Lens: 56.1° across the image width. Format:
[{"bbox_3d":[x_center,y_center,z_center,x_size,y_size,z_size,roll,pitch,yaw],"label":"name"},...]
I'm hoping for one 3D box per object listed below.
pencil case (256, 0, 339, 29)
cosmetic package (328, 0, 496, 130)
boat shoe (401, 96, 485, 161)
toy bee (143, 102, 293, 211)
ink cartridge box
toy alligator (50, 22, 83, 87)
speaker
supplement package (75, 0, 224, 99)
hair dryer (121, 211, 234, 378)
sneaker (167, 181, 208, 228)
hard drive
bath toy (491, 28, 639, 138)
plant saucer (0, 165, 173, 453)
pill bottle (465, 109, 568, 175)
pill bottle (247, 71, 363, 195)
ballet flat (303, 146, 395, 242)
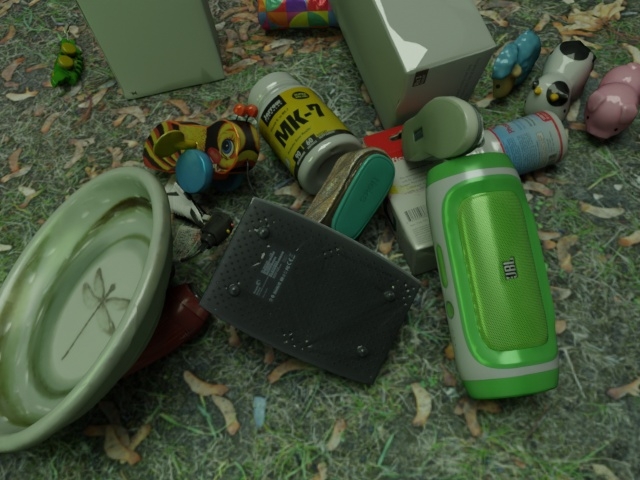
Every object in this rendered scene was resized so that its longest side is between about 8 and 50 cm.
[{"bbox_3d":[-0.016,-0.475,1.197,0.237,0.104,0.104,2,58,4],"label":"pencil case"},{"bbox_3d":[0.123,-0.399,1.008,0.156,0.217,0.384,-21,77,-7],"label":"cosmetic package"},{"bbox_3d":[0.178,-0.149,0.818,0.081,0.227,0.079,-6,94,-10],"label":"boat shoe"},{"bbox_3d":[-0.156,-0.151,0.976,0.298,0.162,0.195,19,17,9],"label":"toy bee"},{"bbox_3d":[0.163,-0.076,0.934,0.134,0.078,0.231,-17,57,-5],"label":"ink cartridge box"},{"bbox_3d":[-0.512,-0.377,1.234,0.051,0.056,0.189,19,49,-31],"label":"toy alligator"},{"bbox_3d":[0.217,0.044,0.771,0.131,0.131,0.296,-9,80,2],"label":"speaker"},{"bbox_3d":[-0.310,-0.421,1.107,0.204,0.262,0.145,-12,57,-1],"label":"supplement package"},{"bbox_3d":[-0.253,0.086,0.905,0.224,0.080,0.293,-2,53,32],"label":"hair dryer"},{"bbox_3d":[-0.223,-0.050,0.998,0.044,0.040,0.109,-44,58,-1],"label":"sneaker"},{"bbox_3d":[-0.012,0.068,0.797,0.255,0.054,0.172,27,87,-10],"label":"hard drive"},{"bbox_3d":[0.459,-0.235,0.970,0.348,0.129,0.151,26,98,22],"label":"bath toy"},{"bbox_3d":[-0.317,0.091,0.814,0.401,0.100,0.400,-24,47,29],"label":"plant saucer"},{"bbox_3d":[0.299,-0.143,0.955,0.160,0.087,0.087,-19,57,-5],"label":"pill bottle"},{"bbox_3d":[-0.031,-0.184,1.006,0.119,0.119,0.208,-31,59,-12],"label":"pill bottle"},{"bbox_3d":[0.000,0.000,0.889,0.316,0.107,0.106,-55,32,-6],"label":"ballet flat"}]
